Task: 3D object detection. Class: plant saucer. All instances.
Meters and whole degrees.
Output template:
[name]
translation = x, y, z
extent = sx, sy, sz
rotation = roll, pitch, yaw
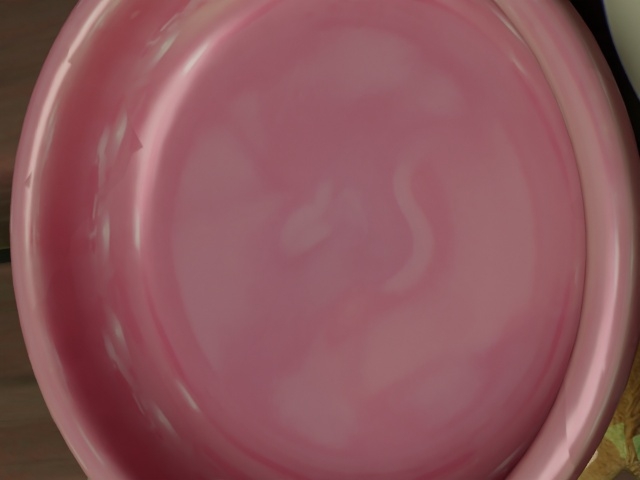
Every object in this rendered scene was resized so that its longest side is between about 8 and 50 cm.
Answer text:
[plant saucer]
translation = 0.000, 0.000, 0.661
extent = 0.332, 0.084, 0.332
rotation = 1, 92, 32

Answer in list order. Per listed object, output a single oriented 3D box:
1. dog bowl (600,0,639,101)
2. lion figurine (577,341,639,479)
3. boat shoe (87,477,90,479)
[dog bowl]
translation = 0.251, -0.128, 0.569
extent = 0.265, 0.104, 0.265
rotation = 13, 121, 22
[lion figurine]
translation = 0.105, 0.008, 0.704
extent = 0.392, 0.142, 0.240
rotation = 39, 120, 10
[boat shoe]
translation = -0.073, 0.288, 0.957
extent = 0.158, 0.127, 0.340
rotation = -29, 99, 43
